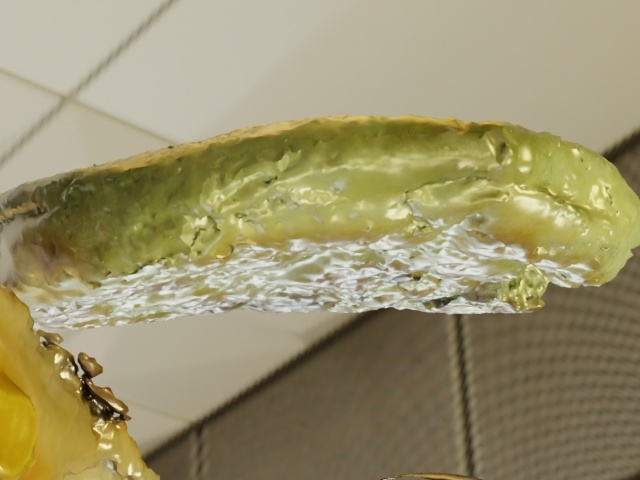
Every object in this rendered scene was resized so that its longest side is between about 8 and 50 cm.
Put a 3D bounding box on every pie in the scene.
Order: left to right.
[{"bbox_3d":[-0.008,0.000,0.777,0.302,0.303,0.066,-16,-105,51],"label":"pie"}]

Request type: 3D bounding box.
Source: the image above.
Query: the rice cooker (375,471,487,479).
[{"bbox_3d":[0.032,0.154,0.384,0.142,0.118,0.203,25,-77,29],"label":"rice cooker"}]

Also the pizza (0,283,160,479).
[{"bbox_3d":[-0.275,0.066,0.511,0.392,0.435,0.080,-16,-131,8],"label":"pizza"}]
